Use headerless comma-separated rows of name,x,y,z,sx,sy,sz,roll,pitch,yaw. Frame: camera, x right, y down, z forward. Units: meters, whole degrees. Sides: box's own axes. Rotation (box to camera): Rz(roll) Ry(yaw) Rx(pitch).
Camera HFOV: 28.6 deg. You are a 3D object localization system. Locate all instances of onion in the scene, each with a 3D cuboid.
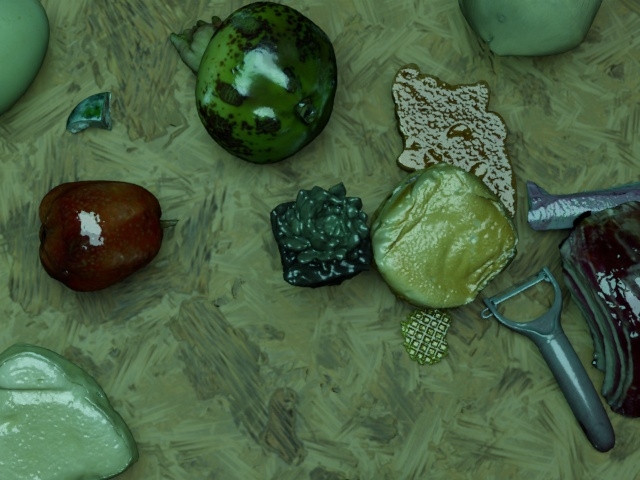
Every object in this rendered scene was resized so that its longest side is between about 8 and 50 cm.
onion,0.502,0.079,1.777,0.280,0.146,0.314,-23,91,-5

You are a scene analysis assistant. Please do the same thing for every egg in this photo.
egg,-0.500,-0.264,1.784,0.254,0.188,0.188,-41,84,-17

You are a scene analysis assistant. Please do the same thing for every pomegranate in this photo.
pomegranate,-0.108,-0.242,1.791,0.276,0.204,0.222,34,96,7

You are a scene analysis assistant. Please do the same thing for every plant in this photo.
plant,0.000,0.000,1.758,0.132,0.194,0.129,-16,77,-6

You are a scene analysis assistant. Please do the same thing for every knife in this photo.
knife,0.343,0.184,1.815,0.123,0.053,0.278,-28,82,-1

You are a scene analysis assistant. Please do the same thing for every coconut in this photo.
coconut,0.301,-0.359,1.831,0.224,0.224,0.224,0,80,-2

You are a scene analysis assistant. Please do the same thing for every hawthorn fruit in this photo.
hawthorn fruit,-0.311,-0.006,1.768,0.173,0.179,0.173,-5,82,38

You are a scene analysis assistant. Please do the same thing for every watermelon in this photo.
watermelon,-0.335,-0.179,1.856,0.085,0.085,0.061,-49,115,-9

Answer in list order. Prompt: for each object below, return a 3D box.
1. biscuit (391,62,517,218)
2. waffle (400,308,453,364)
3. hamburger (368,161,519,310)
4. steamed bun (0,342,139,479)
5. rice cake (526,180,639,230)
biscuit,0.203,-0.145,1.868,0.183,0.043,0.280,-37,88,-4
waffle,0.157,0.139,1.831,0.078,0.016,0.085,-6,80,1
hamburger,0.168,-0.001,1.793,0.214,0.108,0.213,0,97,-3
steamed bun,-0.378,0.241,1.744,0.231,0.110,0.212,-9,98,-7
rice cake,0.442,-0.062,1.859,0.290,0.051,0.081,-5,82,-4
